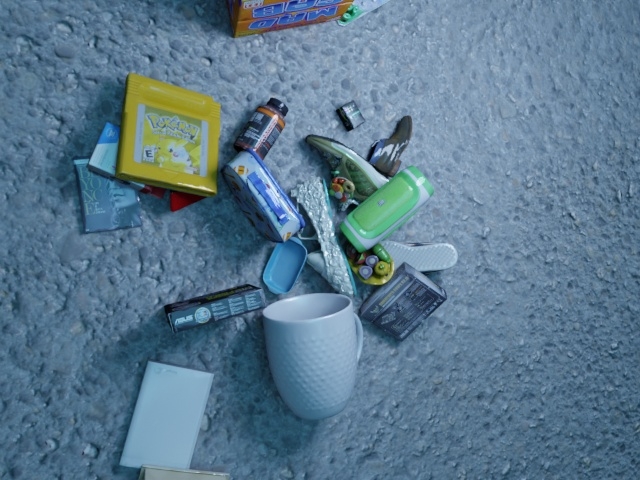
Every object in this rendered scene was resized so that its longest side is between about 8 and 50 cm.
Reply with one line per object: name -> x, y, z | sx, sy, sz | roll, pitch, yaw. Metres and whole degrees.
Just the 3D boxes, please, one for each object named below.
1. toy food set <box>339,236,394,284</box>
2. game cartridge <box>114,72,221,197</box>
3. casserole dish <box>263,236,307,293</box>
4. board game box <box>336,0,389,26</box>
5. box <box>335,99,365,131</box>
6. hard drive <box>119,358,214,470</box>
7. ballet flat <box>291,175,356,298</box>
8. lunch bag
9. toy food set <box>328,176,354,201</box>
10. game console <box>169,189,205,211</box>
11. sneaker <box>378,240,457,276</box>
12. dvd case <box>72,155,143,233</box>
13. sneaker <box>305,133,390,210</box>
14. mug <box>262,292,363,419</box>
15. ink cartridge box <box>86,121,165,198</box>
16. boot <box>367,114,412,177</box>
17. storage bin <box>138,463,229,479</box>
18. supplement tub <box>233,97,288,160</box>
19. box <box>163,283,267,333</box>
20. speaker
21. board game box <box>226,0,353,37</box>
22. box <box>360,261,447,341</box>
toy food set -> 0.147, 0.044, 1.859 | 0.128, 0.071, 0.218 | -38, 71, -6
game cartridge -> -0.429, -0.302, 1.657 | 0.285, 0.052, 0.324 | 10, 68, -30
casserole dish -> -0.106, 0.079, 1.808 | 0.114, 0.037, 0.189 | 28, 97, 22
board game box -> 0.129, -0.978, 1.922 | 0.389, 0.050, 0.390 | -34, 100, -16
box -> 0.100, -0.412, 1.901 | 0.052, 0.062, 0.083 | -34, 100, -15
hard drive -> -0.457, 0.528, 1.721 | 0.202, 0.040, 0.308 | 16, 85, -18
ballet flat -> 0.000, 0.000, 1.841 | 0.146, 0.147, 0.409 | -16, 89, -18
lunch bag -> -0.169, -0.125, 1.714 | 0.115, 0.243, 0.303 | -39, 101, -15
toy food set -> 0.067, -0.162, 1.826 | 0.083, 0.083, 0.020 | 24, 40, 10
game console -> -0.404, -0.175, 1.710 | 0.144, 0.085, 0.124 | -30, 88, -38
sneaker -> 0.293, 0.065, 1.943 | 0.320, 0.127, 0.126 | 1, 85, 6
dvd case -> -0.619, -0.141, 1.680 | 0.164, 0.018, 0.222 | -9, 92, -19
sneaker -> 0.096, -0.184, 1.869 | 0.410, 0.158, 0.182 | 38, 96, -10
mug -> 0.010, 0.345, 1.782 | 0.374, 0.276, 0.328 | -18, 105, -48
ink cartridge box -> -0.535, -0.225, 1.660 | 0.231, 0.078, 0.134 | 24, 77, -25
boot -> 0.235, -0.333, 1.937 | 0.106, 0.082, 0.219 | 19, 86, -20
storage bin -> -0.417, 0.815, 1.672 | 0.262, 0.123, 0.261 | 14, 96, -18
supplement tub -> -0.178, -0.344, 1.785 | 0.106, 0.106, 0.198 | 35, 79, -15
box -> -0.311, 0.193, 1.679 | 0.269, 0.216, 0.060 | -14, 94, -17
speaker -> 0.202, -0.096, 1.775 | 0.296, 0.131, 0.131 | -40, 102, 4
board game box -> -0.108, -0.835, 1.650 | 0.356, 0.356, 0.357 | -14, 97, -10
box -> 0.272, 0.206, 1.899 | 0.183, 0.056, 0.231 | 34, 114, -14
